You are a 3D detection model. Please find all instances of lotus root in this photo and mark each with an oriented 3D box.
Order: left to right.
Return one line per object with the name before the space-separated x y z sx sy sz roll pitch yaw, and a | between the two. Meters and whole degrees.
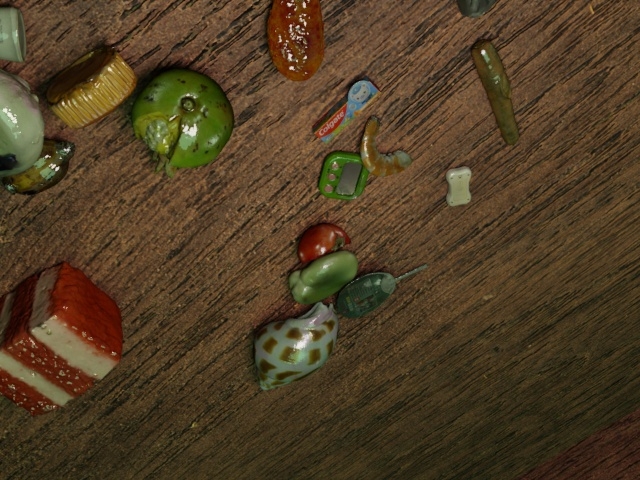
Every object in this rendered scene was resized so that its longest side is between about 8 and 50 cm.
lotus root | -0.679 -0.182 1.662 0.209 0.120 0.120 -30 127 9

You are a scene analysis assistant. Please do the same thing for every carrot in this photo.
carrot | 0.470 -0.371 1.795 0.070 0.070 0.342 -27 129 8

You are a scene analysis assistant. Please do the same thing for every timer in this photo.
timer | 0.063 -0.176 1.866 0.128 0.047 0.140 6 125 -15

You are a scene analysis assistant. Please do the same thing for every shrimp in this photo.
shrimp | 0.173 -0.254 1.830 0.161 0.049 0.166 -14 109 -25

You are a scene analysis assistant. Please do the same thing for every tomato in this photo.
tomato | 0.000 0.000 1.942 0.139 0.159 0.091 -25 91 48

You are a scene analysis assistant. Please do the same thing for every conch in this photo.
conch | -0.086 0.334 2.124 0.249 0.197 0.368 -9 165 -45

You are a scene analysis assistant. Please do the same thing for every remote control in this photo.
remote control | 0.393 -0.154 1.960 0.074 0.032 0.122 -11 127 -4

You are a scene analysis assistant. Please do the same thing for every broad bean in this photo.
broad bean | 0.010 0.111 2.032 0.228 0.100 0.169 -36 148 24

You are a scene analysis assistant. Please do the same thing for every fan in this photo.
fan | 0.176 0.167 2.143 0.294 0.012 0.223 -9 139 -26

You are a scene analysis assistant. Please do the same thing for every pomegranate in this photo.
pomegranate | -0.330 -0.264 1.631 0.236 0.236 0.302 9 155 -18

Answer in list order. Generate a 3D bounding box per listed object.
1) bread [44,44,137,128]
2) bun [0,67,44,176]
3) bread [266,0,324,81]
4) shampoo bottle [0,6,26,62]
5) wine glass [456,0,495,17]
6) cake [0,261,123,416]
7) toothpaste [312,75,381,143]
bread | -0.507 -0.337 1.535 0.199 0.199 0.104 -29 129 10
bun | -0.733 -0.290 1.530 0.293 0.187 0.293 11 132 12
bread | -0.051 -0.495 1.571 0.139 0.095 0.269 -4 124 -18
shampoo bottle | -0.757 -0.443 1.462 0.234 0.087 0.118 0 126 -12
wine glass | 0.187 -0.619 1.437 0.406 0.267 0.267 8 124 -22
cake | -0.728 0.264 1.887 0.319 0.270 0.269 -32 127 12
toothpaste | 0.058 -0.336 1.745 0.193 0.044 0.070 -41 122 18
